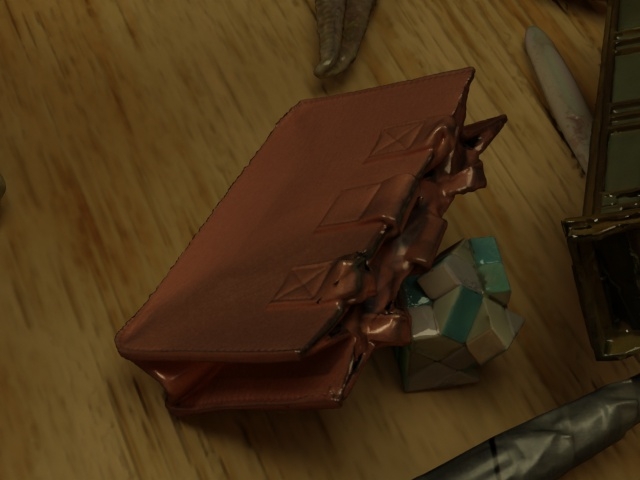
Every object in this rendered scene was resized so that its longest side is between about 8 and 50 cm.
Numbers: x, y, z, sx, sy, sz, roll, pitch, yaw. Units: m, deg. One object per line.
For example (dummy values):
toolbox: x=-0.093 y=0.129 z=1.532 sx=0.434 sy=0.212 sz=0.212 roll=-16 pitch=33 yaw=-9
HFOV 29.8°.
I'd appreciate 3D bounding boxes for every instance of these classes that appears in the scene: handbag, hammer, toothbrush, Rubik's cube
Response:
handbag: x=0.000 y=0.000 z=0.643 sx=0.157 sy=0.059 sz=0.212 roll=-8 pitch=38 yaw=43
hammer: x=0.170 y=0.077 z=0.649 sx=0.426 sy=0.044 sz=0.152 roll=-23 pitch=57 yaw=-14
toothbrush: x=0.187 y=-0.035 z=0.773 sx=0.025 sy=0.030 sz=0.307 roll=-5 pitch=53 yaw=-15
Rubik's cube: x=0.077 y=0.038 z=0.666 sx=0.073 sy=0.084 sz=0.075 roll=-5 pitch=70 yaw=-9

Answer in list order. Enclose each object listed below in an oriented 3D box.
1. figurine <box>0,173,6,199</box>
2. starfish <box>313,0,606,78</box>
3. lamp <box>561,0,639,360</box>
figurine: x=-0.252 y=-0.106 z=0.617 sx=0.226 sy=0.274 sz=0.394 roll=13 pitch=72 yaw=43
starfish: x=0.082 y=-0.308 z=0.907 sx=0.398 sy=0.132 sz=0.384 roll=-5 pitch=58 yaw=-30
lamp: x=0.203 y=-0.069 z=0.703 sx=0.090 sy=0.089 sz=0.325 roll=-7 pitch=33 yaw=21
